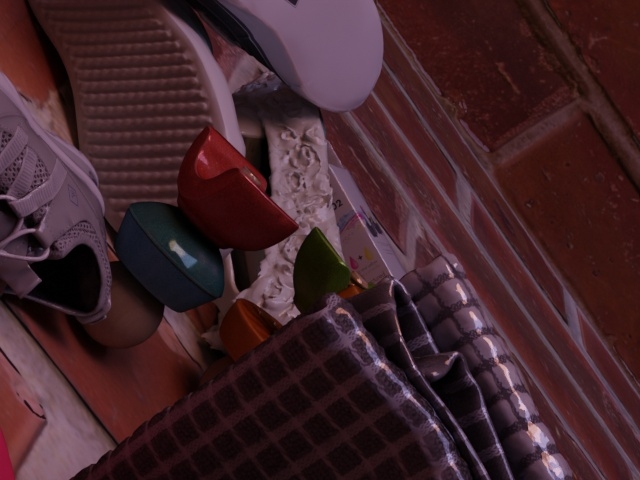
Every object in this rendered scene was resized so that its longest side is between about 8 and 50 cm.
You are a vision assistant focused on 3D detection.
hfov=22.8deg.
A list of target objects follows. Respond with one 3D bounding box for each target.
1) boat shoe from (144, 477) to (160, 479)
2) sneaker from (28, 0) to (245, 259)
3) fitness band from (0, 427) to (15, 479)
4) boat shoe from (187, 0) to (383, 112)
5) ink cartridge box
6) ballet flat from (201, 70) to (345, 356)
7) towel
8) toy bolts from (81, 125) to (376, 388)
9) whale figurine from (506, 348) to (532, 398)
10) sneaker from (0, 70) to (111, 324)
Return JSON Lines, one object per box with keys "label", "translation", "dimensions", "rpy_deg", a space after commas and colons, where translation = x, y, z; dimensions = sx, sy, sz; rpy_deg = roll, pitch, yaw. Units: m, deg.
{"label": "boat shoe", "translation": [-0.030, 0.193, 0.681], "dimensions": [0.257, 0.095, 0.095], "rpy_deg": [41, -19, 34]}
{"label": "sneaker", "translation": [-0.122, -0.118, 1.304], "dimensions": [0.150, 0.135, 0.366], "rpy_deg": [31, 31, -53]}
{"label": "fitness band", "translation": [-0.240, 0.060, 0.732], "dimensions": [0.209, 0.054, 0.291], "rpy_deg": [23, 37, -61]}
{"label": "boat shoe", "translation": [-0.054, -0.207, 1.331], "dimensions": [0.102, 0.108, 0.301], "rpy_deg": [25, -5, 39]}
{"label": "ink cartridge box", "translation": [0.000, 0.000, 1.513], "dimensions": [0.181, 0.104, 0.061], "rpy_deg": [60, 14, 13]}
{"label": "ballet flat", "translation": [-0.058, -0.034, 1.368], "dimensions": [0.147, 0.147, 0.409], "rpy_deg": [47, 18, -36]}
{"label": "towel", "translation": [-0.003, 0.173, 0.795], "dimensions": [0.121, 0.283, 0.235], "rpy_deg": [-1, 59, -50]}
{"label": "toy bolts", "translation": [-0.051, 0.063, 1.083], "dimensions": [0.228, 0.158, 0.218], "rpy_deg": [44, 5, -27]}
{"label": "whale figurine", "translation": [0.099, 0.202, 1.436], "dimensions": [0.216, 0.141, 0.272], "rpy_deg": [46, 43, -35]}
{"label": "sneaker", "translation": [-0.195, -0.024, 0.933], "dimensions": [0.115, 0.105, 0.281], "rpy_deg": [64, 15, 23]}
